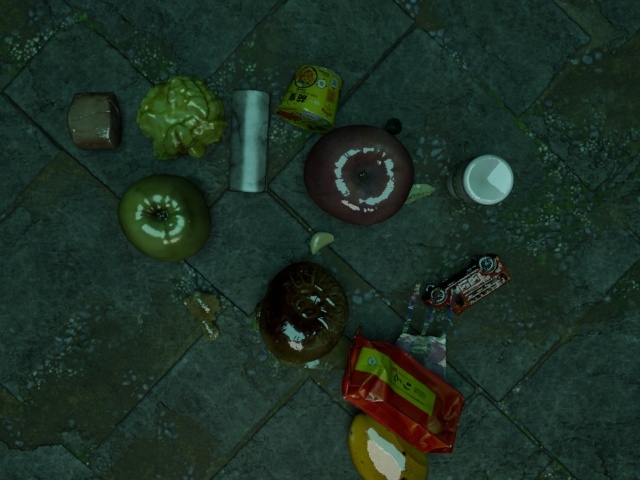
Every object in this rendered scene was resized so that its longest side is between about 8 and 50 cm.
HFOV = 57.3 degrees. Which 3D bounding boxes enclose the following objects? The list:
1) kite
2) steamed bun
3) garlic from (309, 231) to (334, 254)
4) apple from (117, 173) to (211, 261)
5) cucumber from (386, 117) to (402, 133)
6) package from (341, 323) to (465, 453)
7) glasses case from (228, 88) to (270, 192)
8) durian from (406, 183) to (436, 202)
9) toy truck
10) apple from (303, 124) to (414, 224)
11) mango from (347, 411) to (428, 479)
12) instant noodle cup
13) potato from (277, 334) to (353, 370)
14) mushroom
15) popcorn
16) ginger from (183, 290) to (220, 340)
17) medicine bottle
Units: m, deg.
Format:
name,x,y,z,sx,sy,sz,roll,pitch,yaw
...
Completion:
name,x,y,z,sx,sy,sz,roll,pitch,yaw
kite,0.298,0.294,1.736,0.204,0.022,0.360,9,115,3
steamed bun,-0.651,-0.342,1.693,0.145,0.106,0.174,-4,80,4
garlic,0.000,0.000,1.761,0.083,0.041,0.053,-30,99,-6
apple,-0.434,-0.067,1.654,0.263,0.262,0.262,0,94,-1
cucumber,0.214,-0.336,1.712,0.048,0.105,0.048,1,95,9
package,0.229,0.437,1.697,0.424,0.123,0.195,36,49,-12
glasses case,-0.209,-0.290,1.724,0.114,0.060,0.298,2,94,-2
durian,0.280,-0.143,1.744,0.131,0.066,0.052,-23,95,-9
toy truck,0.429,0.138,1.745,0.253,0.107,0.114,-34,93,1
apple,0.107,-0.183,1.652,0.306,0.235,0.305,-1,98,-4
mango,0.186,0.634,1.750,0.191,0.160,0.290,-37,95,19
instant noodle cup,-0.022,-0.407,1.670,0.182,0.182,0.144,18,85,-3
potato,0.000,0.327,1.753,0.262,0.100,0.120,5,94,-2
mushroom,-0.057,0.203,1.691,0.279,0.163,0.296,7,66,4
popcorn,-0.388,-0.352,1.659,0.256,0.195,0.254,8,84,-2
ginger,-0.335,0.218,1.758,0.096,0.067,0.165,-26,107,1
medicine bottle,0.442,-0.169,1.659,0.139,0.237,0.138,0,95,-2
